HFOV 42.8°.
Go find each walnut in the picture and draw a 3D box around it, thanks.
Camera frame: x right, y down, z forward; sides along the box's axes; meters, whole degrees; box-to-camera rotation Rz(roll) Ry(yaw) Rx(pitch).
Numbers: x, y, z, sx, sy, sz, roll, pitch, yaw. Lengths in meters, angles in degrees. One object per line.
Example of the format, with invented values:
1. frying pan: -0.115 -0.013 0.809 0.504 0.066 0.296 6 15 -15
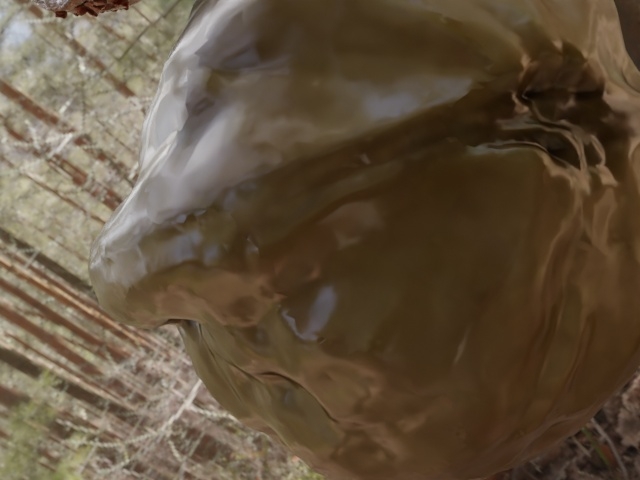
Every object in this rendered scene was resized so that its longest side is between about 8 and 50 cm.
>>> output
1. walnut: 0.035 -0.029 0.535 0.383 0.383 0.383 -35 31 25

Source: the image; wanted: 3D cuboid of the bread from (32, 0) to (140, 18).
1. bread: -0.174 -0.243 0.593 0.073 0.160 0.160 -22 6 -41
